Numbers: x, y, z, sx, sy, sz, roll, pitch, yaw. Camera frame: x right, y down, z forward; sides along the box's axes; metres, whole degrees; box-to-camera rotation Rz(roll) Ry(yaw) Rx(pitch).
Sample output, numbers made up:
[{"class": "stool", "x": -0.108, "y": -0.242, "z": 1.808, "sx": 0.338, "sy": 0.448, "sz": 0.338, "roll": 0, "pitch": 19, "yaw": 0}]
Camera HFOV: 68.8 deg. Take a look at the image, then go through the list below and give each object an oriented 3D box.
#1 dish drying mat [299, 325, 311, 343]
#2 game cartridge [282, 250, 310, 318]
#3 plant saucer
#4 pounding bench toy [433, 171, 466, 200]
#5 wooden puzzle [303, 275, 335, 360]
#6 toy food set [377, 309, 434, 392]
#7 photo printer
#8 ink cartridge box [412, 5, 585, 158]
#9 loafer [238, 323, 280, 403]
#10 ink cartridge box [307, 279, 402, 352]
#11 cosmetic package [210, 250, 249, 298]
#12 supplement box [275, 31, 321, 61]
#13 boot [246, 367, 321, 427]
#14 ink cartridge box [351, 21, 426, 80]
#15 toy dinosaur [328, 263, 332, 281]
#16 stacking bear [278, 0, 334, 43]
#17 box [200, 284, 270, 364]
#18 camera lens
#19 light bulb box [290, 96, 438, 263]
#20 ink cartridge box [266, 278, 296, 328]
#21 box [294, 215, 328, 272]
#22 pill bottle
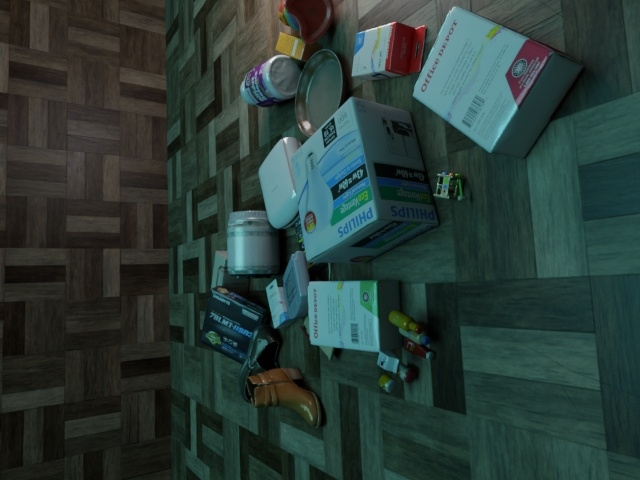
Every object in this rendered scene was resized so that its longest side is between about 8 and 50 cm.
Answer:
[{"class": "dish drying mat", "x": -0.052, "y": 0.357, "z": 1.762, "sx": 0.083, "sy": 0.008, "sz": 0.032, "roll": 55, "pitch": 169, "yaw": 5}, {"class": "game cartridge", "x": -0.087, "y": 0.184, "z": 1.744, "sx": 0.297, "sy": 0.062, "sz": 0.197, "roll": 117, "pitch": 140, "yaw": -64}, {"class": "plant saucer", "x": 0.005, "y": -0.530, "z": 1.703, "sx": 0.311, "sy": 0.050, "sz": 0.310, "roll": -1, "pitch": 88, "yaw": 58}, {"class": "pounding bench toy", "x": 0.338, "y": -0.137, "z": 1.178, "sx": 0.083, "sy": 0.052, "sz": 0.065, "roll": 23, "pitch": 108, "yaw": 55}, {"class": "wooden puzzle", "x": 0.018, "y": 0.274, "z": 1.672, "sx": 0.239, "sy": 0.044, "sz": 0.220, "roll": 43, "pitch": 125, "yaw": 54}, {"class": "toy food set", "x": 0.236, "y": 0.313, "z": 1.265, "sx": 0.105, "sy": 0.111, "sz": 0.232, "roll": 23, "pitch": 106, "yaw": 55}, {"class": "photo printer", "x": -0.138, "y": -0.213, "z": 1.857, "sx": 0.256, "sy": 0.107, "sz": 0.307, "roll": -41, "pitch": 56, "yaw": 48}, {"class": "ink cartridge box", "x": 0.379, "y": -0.358, "z": 1.051, "sx": 0.306, "sy": 0.131, "sz": 0.226, "roll": 58, "pitch": 135, "yaw": 42}, {"class": "loafer", "x": -0.259, "y": 0.547, "z": 1.995, "sx": 0.130, "sy": 0.134, "sz": 0.365, "roll": 28, "pitch": 113, "yaw": 54}, {"class": "ink cartridge box", "x": 0.100, "y": 0.222, "z": 1.426, "sx": 0.278, "sy": 0.117, "sz": 0.201, "roll": -6, "pitch": 84, "yaw": 44}, {"class": "cosmetic package", "x": -0.436, "y": 0.207, "z": 2.264, "sx": 0.129, "sy": 0.153, "sz": 0.295, "roll": 28, "pitch": 114, "yaw": 53}, {"class": "supplement box", "x": -0.089, "y": -0.754, "z": 1.827, "sx": 0.233, "sy": 0.078, "sz": 0.080, "roll": 42, "pitch": 123, "yaw": 49}, {"class": "boot", "x": -0.137, "y": 0.588, "z": 1.729, "sx": 0.283, "sy": 0.220, "sz": 0.109, "roll": 56, "pitch": 133, "yaw": 41}, {"class": "ink cartridge box", "x": 0.197, "y": -0.557, "z": 1.382, "sx": 0.231, "sy": 0.078, "sz": 0.134, "roll": 17, "pitch": 103, "yaw": 55}, {"class": "toy dinosaur", "x": 0.000, "y": 0.000, "z": 1.536, "sx": 0.064, "sy": 0.118, "sz": 0.267, "roll": -13, "pitch": 79, "yaw": 27}, {"class": "stacking bear", "x": -0.072, "y": -0.852, "z": 1.737, "sx": 0.164, "sy": 0.175, "sz": 0.289, "roll": -36, "pitch": 32, "yaw": -2}, {"class": "box", "x": -0.395, "y": 0.394, "z": 2.138, "sx": 0.296, "sy": 0.073, "sz": 0.293, "roll": 23, "pitch": 113, "yaw": 18}, {"class": "camera lens", "x": -0.283, "y": 0.023, "z": 1.968, "sx": 0.219, "sy": 0.220, "sz": 0.273, "roll": -7, "pitch": 83, "yaw": 57}, {"class": "light bulb box", "x": 0.110, "y": -0.153, "z": 1.371, "sx": 0.358, "sy": 0.226, "sz": 0.360, "roll": -34, "pitch": 60, "yaw": 51}, {"class": "ink cartridge box", "x": -0.162, "y": 0.258, "z": 1.921, "sx": 0.104, "sy": 0.062, "sz": 0.181, "roll": -43, "pitch": 55, "yaw": 48}, {"class": "box", "x": 0.009, "y": -0.028, "z": 1.672, "sx": 0.270, "sy": 0.060, "sz": 0.216, "roll": -41, "pitch": 57, "yaw": 49}, {"class": "pill bottle", "x": -0.215, "y": -0.646, "z": 1.932, "sx": 0.302, "sy": 0.170, "sz": 0.169, "roll": 6, "pitch": 94, "yaw": 57}]
